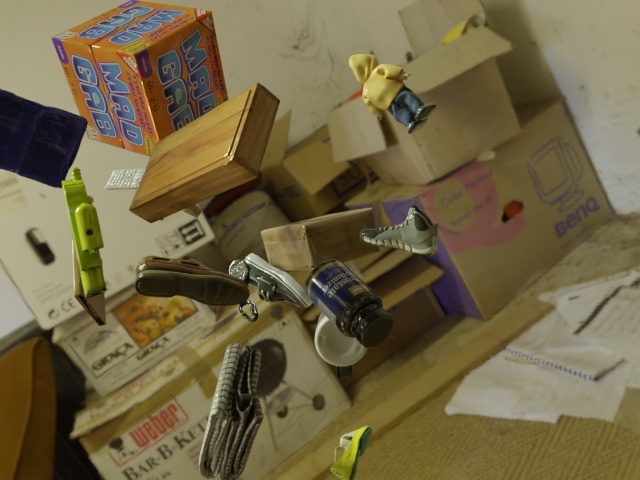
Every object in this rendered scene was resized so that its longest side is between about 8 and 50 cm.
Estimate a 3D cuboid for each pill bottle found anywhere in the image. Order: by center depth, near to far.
[{"bbox_3d":[0.069,0.148,1.386,0.122,0.123,0.219,-34,46,-15],"label":"pill bottle"},{"bbox_3d":[0.068,0.279,1.868,0.161,0.161,0.283,-30,4,5],"label":"pill bottle"}]

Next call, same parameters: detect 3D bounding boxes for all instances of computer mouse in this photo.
[{"bbox_3d":[-0.226,0.151,1.797,0.071,0.041,0.242,-31,50,11],"label":"computer mouse"}]

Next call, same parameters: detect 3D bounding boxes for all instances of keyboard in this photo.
[{"bbox_3d":[-0.496,-0.178,1.698,0.255,0.014,0.072,1,61,17],"label":"keyboard"},{"bbox_3d":[0.105,0.417,2.508,0.033,0.318,0.201,-6,-9,30],"label":"keyboard"}]

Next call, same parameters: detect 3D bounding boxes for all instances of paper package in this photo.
[{"bbox_3d":[0.000,0.000,2.148,0.324,0.168,0.309,-16,7,-36],"label":"paper package"}]

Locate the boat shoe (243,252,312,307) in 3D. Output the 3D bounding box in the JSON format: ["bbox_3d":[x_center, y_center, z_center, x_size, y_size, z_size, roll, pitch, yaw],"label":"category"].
[{"bbox_3d":[-0.167,0.165,2.061,0.335,0.121,0.119,27,67,38],"label":"boat shoe"}]

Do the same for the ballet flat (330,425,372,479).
[{"bbox_3d":[0.084,0.576,1.637,0.077,0.077,0.231,11,19,15],"label":"ballet flat"}]

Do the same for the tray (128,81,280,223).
[{"bbox_3d":[-0.272,-0.185,1.329,0.410,0.076,0.203,-17,50,43],"label":"tray"}]

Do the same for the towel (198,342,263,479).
[{"bbox_3d":[-0.216,0.431,1.495,0.235,0.121,0.284,-87,13,-55],"label":"towel"}]

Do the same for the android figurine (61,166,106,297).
[{"bbox_3d":[-0.505,-0.017,1.271,0.056,0.273,0.248,-10,-6,-23],"label":"android figurine"}]

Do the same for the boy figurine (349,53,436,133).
[{"bbox_3d":[0.189,-0.429,1.705,0.092,0.285,0.177,-29,-23,-41],"label":"boy figurine"}]

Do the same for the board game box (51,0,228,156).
[{"bbox_3d":[-0.567,-0.535,1.943,0.356,0.357,0.356,18,46,25],"label":"board game box"}]

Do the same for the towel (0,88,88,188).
[{"bbox_3d":[-0.759,-0.273,1.470,0.076,0.308,0.228,131,150,-52],"label":"towel"}]

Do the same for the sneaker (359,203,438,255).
[{"bbox_3d":[0.227,-0.042,1.675,0.228,0.132,0.086,11,13,20],"label":"sneaker"}]

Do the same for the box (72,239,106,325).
[{"bbox_3d":[-0.575,0.091,1.476,0.021,0.201,0.164,-14,-33,-6],"label":"box"}]

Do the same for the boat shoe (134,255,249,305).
[{"bbox_3d":[-0.340,0.097,1.603,0.105,0.307,0.111,-101,31,-46],"label":"boat shoe"}]

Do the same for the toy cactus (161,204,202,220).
[{"bbox_3d":[-0.484,-0.144,2.023,0.219,0.180,0.112,-53,16,-1],"label":"toy cactus"}]
